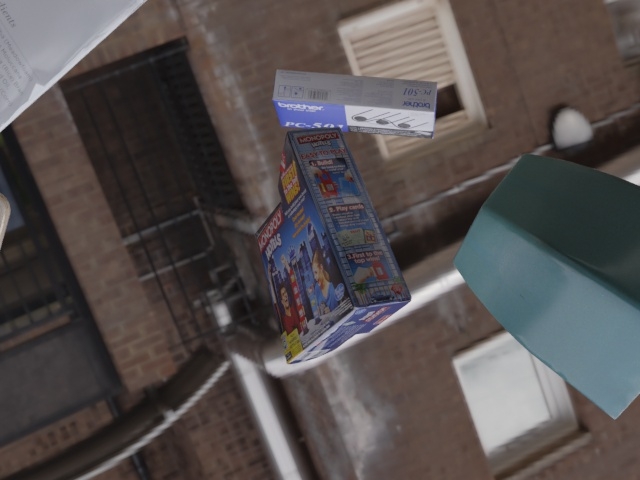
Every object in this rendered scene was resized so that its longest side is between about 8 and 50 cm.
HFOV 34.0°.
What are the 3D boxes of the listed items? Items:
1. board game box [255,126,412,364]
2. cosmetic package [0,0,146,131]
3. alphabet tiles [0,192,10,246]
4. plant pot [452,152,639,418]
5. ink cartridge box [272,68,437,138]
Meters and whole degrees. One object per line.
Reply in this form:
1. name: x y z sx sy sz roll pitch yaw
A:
1. board game box: 0.000 0.000 1.011 0.060 0.194 0.194 -6 162 -23
2. cosmetic package: -0.381 -0.255 1.156 0.230 0.161 0.453 14 -126 41
3. alphabet tiles: -0.417 -0.012 0.883 0.284 0.277 0.021 17 -175 -7
4. plant pot: 0.273 0.027 1.098 0.165 0.234 0.165 -46 165 -37
5. ink cartridge box: 0.046 -0.177 1.366 0.207 0.046 0.097 6 166 7
